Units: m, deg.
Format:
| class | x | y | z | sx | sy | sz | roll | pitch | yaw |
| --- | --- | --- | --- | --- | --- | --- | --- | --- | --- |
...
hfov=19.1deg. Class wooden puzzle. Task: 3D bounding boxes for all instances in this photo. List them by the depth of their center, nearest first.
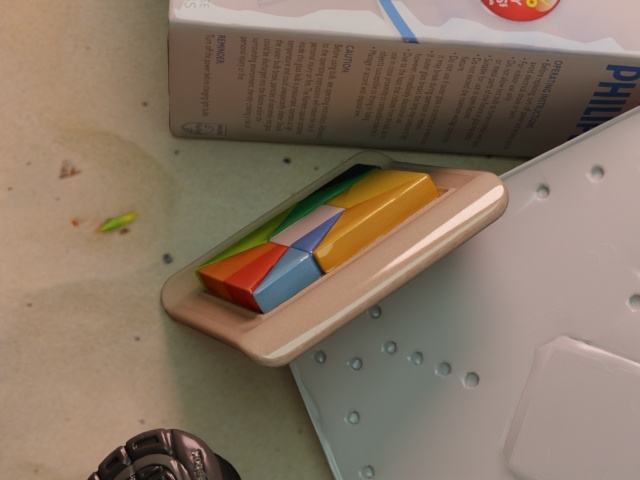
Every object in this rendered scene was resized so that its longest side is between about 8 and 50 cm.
| class | x | y | z | sx | sy | sz | roll | pitch | yaw |
| --- | --- | --- | --- | --- | --- | --- | --- | --- | --- |
| wooden puzzle | 0.000 | 0.000 | 1.404 | 0.221 | 0.239 | 0.044 | -34 | 109 | -13 |

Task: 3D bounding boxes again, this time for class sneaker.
| class | x | y | z | sx | sy | sz | roll | pitch | yaw |
| --- | --- | --- | --- | --- | --- | --- | --- | --- | --- |
| sneaker | -0.171 | 0.246 | 1.374 | 0.286 | 0.130 | 0.109 | -33 | 71 | 10 |

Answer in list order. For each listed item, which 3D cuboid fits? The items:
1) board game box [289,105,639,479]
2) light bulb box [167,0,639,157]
| class | x | y | z | sx | sy | sz | roll | pitch | yaw |
| --- | --- | --- | --- | --- | --- | --- | --- | --- | --- |
| board game box | 0.201 | 0.135 | 1.379 | 0.390 | 0.050 | 0.390 | -27 | 76 | 18 |
| light bulb box | 0.071 | -0.269 | 1.482 | 0.361 | 0.225 | 0.358 | 3 | 73 | -3 |
